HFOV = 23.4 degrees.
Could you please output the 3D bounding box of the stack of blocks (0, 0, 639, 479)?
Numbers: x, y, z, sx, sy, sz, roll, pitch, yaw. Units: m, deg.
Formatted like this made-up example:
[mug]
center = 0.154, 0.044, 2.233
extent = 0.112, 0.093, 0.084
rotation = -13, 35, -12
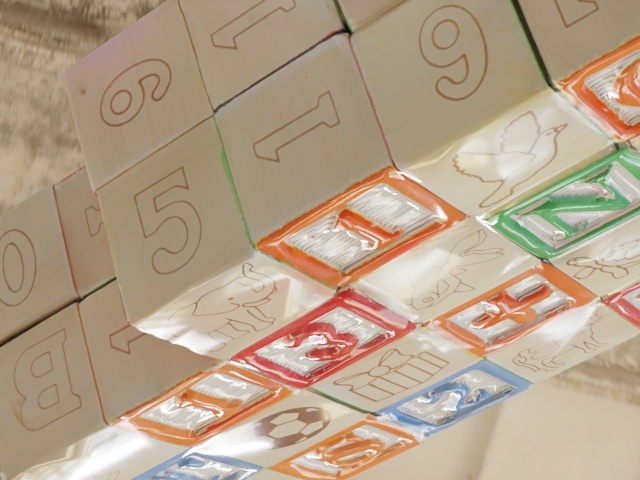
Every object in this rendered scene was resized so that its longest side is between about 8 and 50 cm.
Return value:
[stack of blocks]
center = 0.000, 0.000, 0.475
extent = 0.297, 0.087, 0.171
rotation = -29, -30, 22
